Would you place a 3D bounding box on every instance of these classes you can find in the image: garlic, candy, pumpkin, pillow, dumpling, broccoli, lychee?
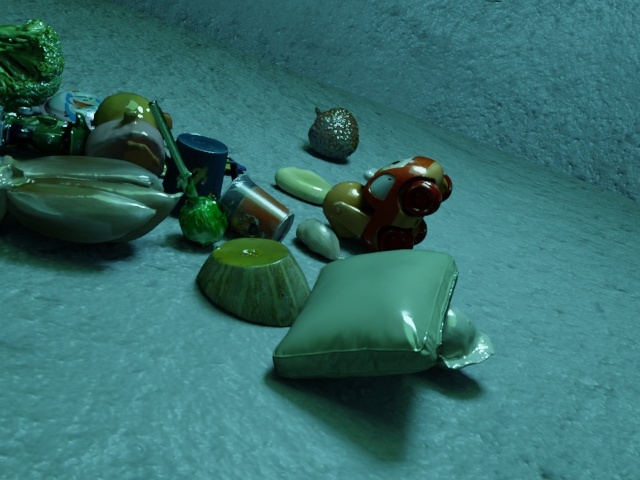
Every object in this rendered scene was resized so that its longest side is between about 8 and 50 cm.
[{"bbox_3d":[-0.420,-0.076,1.278,0.325,0.132,0.279,8,24,-18],"label":"garlic"},{"bbox_3d":[-0.250,-0.118,1.312,0.097,0.323,0.097,-9,42,9],"label":"candy"},{"bbox_3d":[-0.105,0.053,1.266,0.217,0.110,0.217,12,27,-6],"label":"pumpkin"},{"bbox_3d":[0.082,0.111,1.150,0.255,0.119,0.322,-7,23,21],"label":"pillow"},{"bbox_3d":[0.198,0.171,1.227,0.188,0.108,0.127,26,46,19],"label":"dumpling"},{"bbox_3d":[0.001,-0.007,1.532,0.084,0.066,0.152,6,22,-33],"label":"garlic"},{"bbox_3d":[-0.731,-0.413,1.699,0.242,0.269,0.261,33,35,-35],"label":"broccoli"},{"bbox_3d":[0.035,-0.338,2.222,0.197,0.165,0.165,50,29,8],"label":"lychee"}]

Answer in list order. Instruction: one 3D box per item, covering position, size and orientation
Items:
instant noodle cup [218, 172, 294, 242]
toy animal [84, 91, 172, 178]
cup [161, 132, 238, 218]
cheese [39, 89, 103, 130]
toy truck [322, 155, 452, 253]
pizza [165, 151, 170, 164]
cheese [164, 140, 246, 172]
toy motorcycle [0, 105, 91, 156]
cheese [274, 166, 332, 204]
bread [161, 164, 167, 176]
[{"bbox_3d":[-0.133,-0.052,1.486,0.136,0.127,0.127,32,24,10],"label":"instant noodle cup"},{"bbox_3d":[-0.402,-0.212,1.511,0.169,0.195,0.281,3,41,-7],"label":"toy animal"},{"bbox_3d":[-0.247,-0.135,1.524,0.176,0.155,0.131,-2,30,-38],"label":"cup"},{"bbox_3d":[-0.593,-0.294,1.745,0.189,0.074,0.286,13,30,-8],"label":"cheese"},{"bbox_3d":[0.142,-0.092,1.609,0.239,0.265,0.189,34,23,10],"label":"toy truck"},{"bbox_3d":[-0.437,-0.229,1.755,0.178,0.041,0.131,18,24,-1],"label":"pizza"},{"bbox_3d":[-0.279,-0.199,1.778,0.156,0.064,0.250,33,17,31],"label":"cheese"},{"bbox_3d":[-0.598,-0.221,1.514,0.275,0.124,0.187,1,18,-32],"label":"toy motorcycle"},{"bbox_3d":[0.008,-0.115,1.825,0.255,0.050,0.127,31,23,24],"label":"cheese"},{"bbox_3d":[-0.407,-0.226,1.646,0.154,0.136,0.054,18,4,-9],"label":"bread"}]
